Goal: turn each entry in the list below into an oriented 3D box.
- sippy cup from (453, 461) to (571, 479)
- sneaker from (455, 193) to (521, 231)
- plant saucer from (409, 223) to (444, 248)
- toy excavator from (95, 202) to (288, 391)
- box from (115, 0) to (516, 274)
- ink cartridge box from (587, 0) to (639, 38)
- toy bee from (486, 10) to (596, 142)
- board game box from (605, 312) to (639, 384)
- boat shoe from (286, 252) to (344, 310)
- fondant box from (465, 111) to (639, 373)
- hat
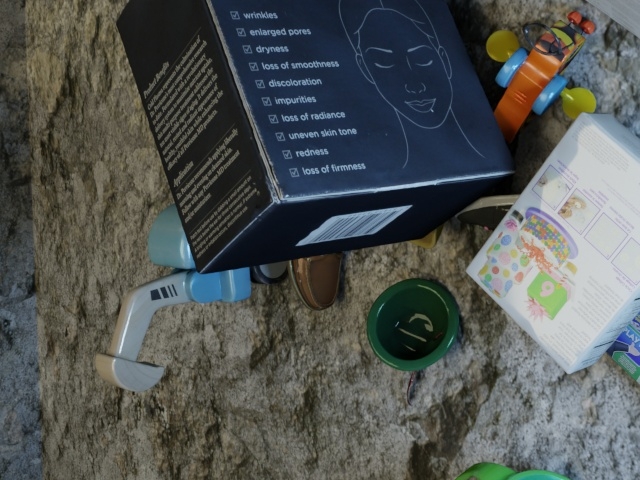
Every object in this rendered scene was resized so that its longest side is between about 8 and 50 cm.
[{"bbox_3d":[0.353,0.548,1.969,0.224,0.240,0.306,119,151,-54],"label":"sippy cup"},{"bbox_3d":[0.342,-0.006,1.901,0.295,0.104,0.147,-2,93,47],"label":"sneaker"},{"bbox_3d":[0.137,-0.186,2.129,0.332,0.081,0.333,23,116,47],"label":"plant saucer"},{"bbox_3d":[-0.300,0.074,2.456,0.222,0.445,0.433,6,104,51],"label":"toy excavator"},{"bbox_3d":[-0.012,-0.238,1.837,0.297,0.479,0.472,-38,66,51],"label":"box"},{"bbox_3d":[0.444,-0.384,1.602,0.189,0.066,0.232,48,172,33],"label":"ink cartridge box"},{"bbox_3d":[0.371,-0.276,1.786,0.195,0.162,0.298,49,157,-8],"label":"toy bee"},{"bbox_3d":[0.562,0.157,1.721,0.317,0.046,0.214,47,132,33],"label":"board game box"},{"bbox_3d":[0.000,0.000,2.330,0.104,0.110,0.307,6,105,52],"label":"boat shoe"},{"bbox_3d":[0.410,0.003,1.724,0.238,0.096,0.330,47,120,25],"label":"fondant box"},{"bbox_3d":[0.188,0.187,2.219,0.208,0.183,0.173,-40,69,3],"label":"hat"}]
